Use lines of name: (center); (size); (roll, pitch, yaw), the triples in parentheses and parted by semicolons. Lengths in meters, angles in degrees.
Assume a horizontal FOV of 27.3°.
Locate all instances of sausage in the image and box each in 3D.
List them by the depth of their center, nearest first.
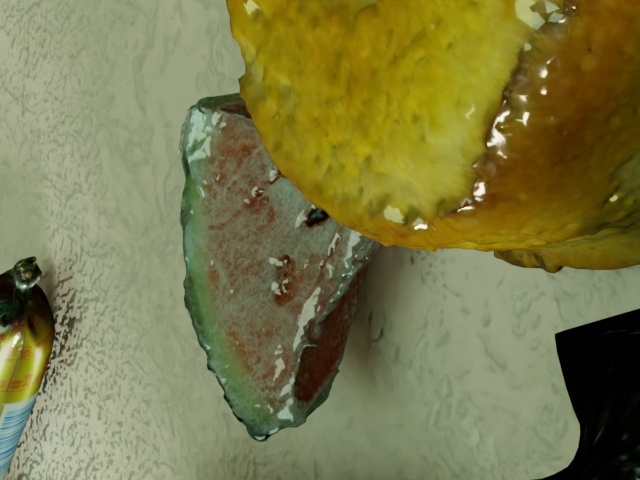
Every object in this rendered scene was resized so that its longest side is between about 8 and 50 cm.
sausage: (-0.259, 0.156, 0.962); (0.082, 0.082, 0.371); (49, 128, 32)

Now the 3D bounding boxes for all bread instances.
bread: (0.069, -0.118, 0.507); (0.268, 0.146, 0.268); (6, 98, 51)

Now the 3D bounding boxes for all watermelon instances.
watermelon: (0.000, 0.000, 0.661); (0.139, 0.071, 0.187); (-25, 68, 40)

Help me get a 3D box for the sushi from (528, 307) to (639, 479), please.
sushi: (0.163, 0.137, 0.386); (0.215, 0.212, 0.227); (-6, 92, 48)
